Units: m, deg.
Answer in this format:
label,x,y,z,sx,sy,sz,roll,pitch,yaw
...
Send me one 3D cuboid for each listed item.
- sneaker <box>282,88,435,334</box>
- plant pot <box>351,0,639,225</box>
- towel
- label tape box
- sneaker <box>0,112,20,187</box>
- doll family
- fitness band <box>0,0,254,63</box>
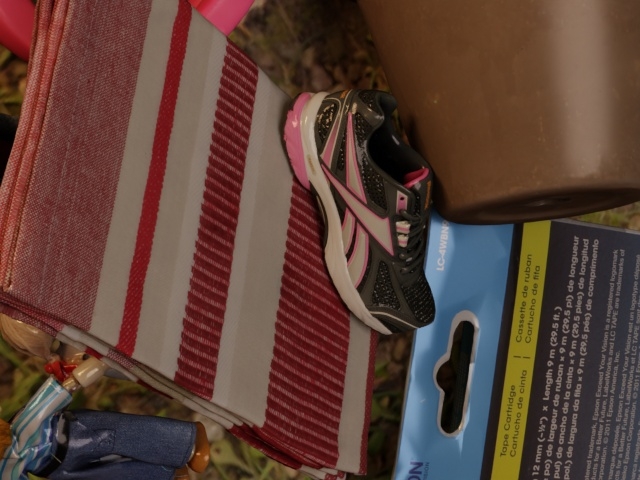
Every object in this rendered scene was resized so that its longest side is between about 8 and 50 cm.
label,x,y,z,sx,sy,sz,roll,pitch,yaw
sneaker,0.041,-0.018,0.858,0.178,0.077,0.072,64,37,-22
plant pot,0.139,-0.134,0.888,0.263,0.263,0.229,-1,80,-33
towel,-0.062,-0.009,0.801,0.329,0.037,0.237,38,50,-46
label tape box,0.187,0.109,1.058,0.347,0.115,0.249,7,90,-29
sneaker,-0.144,-0.007,0.813,0.261,0.125,0.104,21,68,-32
doll family,-0.160,0.144,0.787,0.163,0.118,0.263,14,113,-33
fitness band,-0.117,-0.237,0.864,0.209,0.054,0.291,35,75,-30
